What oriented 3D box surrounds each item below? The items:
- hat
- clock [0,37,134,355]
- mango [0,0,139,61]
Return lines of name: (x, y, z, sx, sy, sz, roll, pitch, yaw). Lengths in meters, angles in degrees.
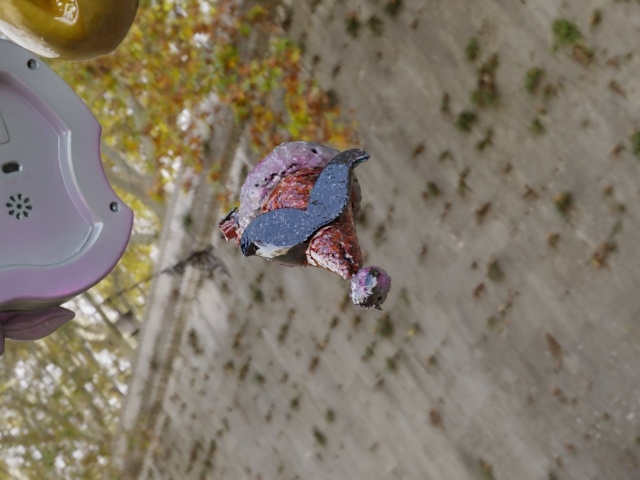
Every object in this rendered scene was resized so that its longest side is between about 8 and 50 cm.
hat: (-0.003, -0.001, 0.971, 0.140, 0.227, 0.129, -20, -57, -11)
clock: (-0.366, -0.037, 1.087, 0.338, 0.338, 0.102, -30, 6, -32)
mango: (-0.339, -0.386, 1.289, 0.253, 0.365, 0.182, -25, 2, 6)
